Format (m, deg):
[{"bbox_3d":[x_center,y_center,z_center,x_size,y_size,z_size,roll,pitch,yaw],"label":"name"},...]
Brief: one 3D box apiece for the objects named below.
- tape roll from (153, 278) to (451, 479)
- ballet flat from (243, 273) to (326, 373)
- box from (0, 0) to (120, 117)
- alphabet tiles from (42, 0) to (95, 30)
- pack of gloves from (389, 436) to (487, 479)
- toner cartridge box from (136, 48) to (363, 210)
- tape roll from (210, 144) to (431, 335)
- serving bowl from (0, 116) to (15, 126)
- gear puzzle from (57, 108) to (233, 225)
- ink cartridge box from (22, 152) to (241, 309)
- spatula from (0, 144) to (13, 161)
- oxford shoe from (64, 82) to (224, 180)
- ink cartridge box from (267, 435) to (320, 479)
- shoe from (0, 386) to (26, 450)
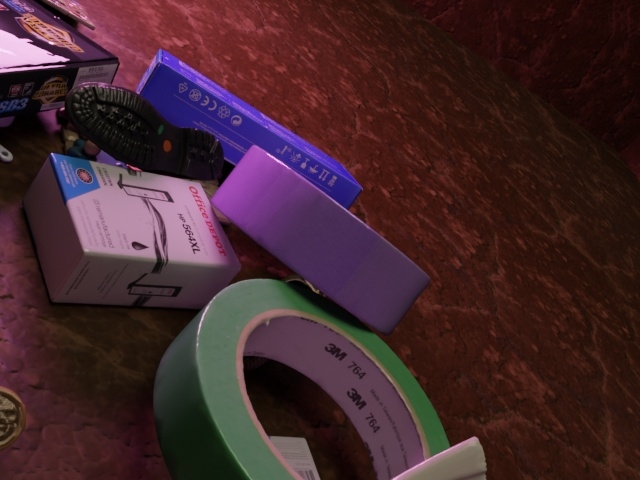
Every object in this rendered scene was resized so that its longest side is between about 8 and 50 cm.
[{"bbox_3d":[-0.004,0.183,0.752,0.321,0.077,0.321,32,28,-20],"label":"tape roll"},{"bbox_3d":[-0.047,0.093,0.968,0.084,0.058,0.250,47,29,8],"label":"ballet flat"},{"bbox_3d":[-0.439,-0.248,0.892,0.296,0.073,0.293,36,25,12],"label":"box"},{"bbox_3d":[-0.428,-0.377,1.113,0.198,0.009,0.237,27,11,-30],"label":"alphabet tiles"},{"bbox_3d":[0.056,0.290,0.600,0.046,0.232,0.195,21,-50,69],"label":"pack of gloves"},{"bbox_3d":[-0.110,-0.157,1.169,0.348,0.075,0.165,31,10,-19],"label":"toner cartridge box"},{"bbox_3d":[0.000,0.000,0.948,0.275,0.090,0.275,37,-1,1],"label":"tape roll"},{"bbox_3d":[-0.400,-0.175,0.922,0.083,0.027,0.083,39,19,-16],"label":"serving bowl"},{"bbox_3d":[-0.191,-0.099,1.070,0.339,0.044,0.175,16,38,-39],"label":"gear puzzle"},{"bbox_3d":[-0.212,-0.006,0.874,0.203,0.086,0.148,7,43,-45],"label":"ink cartridge box"},{"bbox_3d":[-0.462,-0.147,0.834,0.242,0.019,0.168,39,28,-5],"label":"spatula"},{"bbox_3d":[-0.226,-0.121,0.930,0.227,0.096,0.082,28,70,-53],"label":"oxford shoe"},{"bbox_3d":[-0.040,0.277,0.722,0.104,0.060,0.180,16,37,-40],"label":"ink cartridge box"},{"bbox_3d":[-0.337,0.135,0.571,0.219,0.058,0.076,13,70,-35],"label":"shoe"}]
